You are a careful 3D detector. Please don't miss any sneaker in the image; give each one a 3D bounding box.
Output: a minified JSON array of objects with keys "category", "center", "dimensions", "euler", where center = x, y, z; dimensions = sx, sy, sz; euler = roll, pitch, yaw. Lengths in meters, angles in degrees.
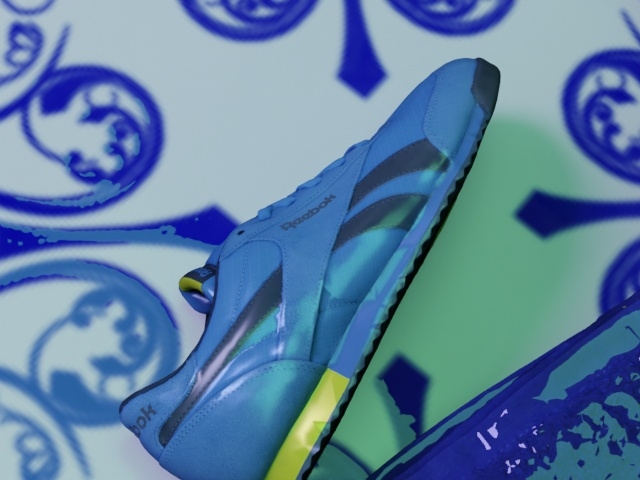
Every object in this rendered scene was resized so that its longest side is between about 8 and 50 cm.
[{"category":"sneaker","center":[0.000,0.000,0.528],"dimensions":[0.082,0.069,0.209],"euler":[28,67,8]}]

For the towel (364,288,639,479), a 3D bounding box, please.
[{"category":"towel","center":[0.140,0.183,0.477],"dimensions":[0.228,0.076,0.308],"euler":[-33,77,-12]}]
